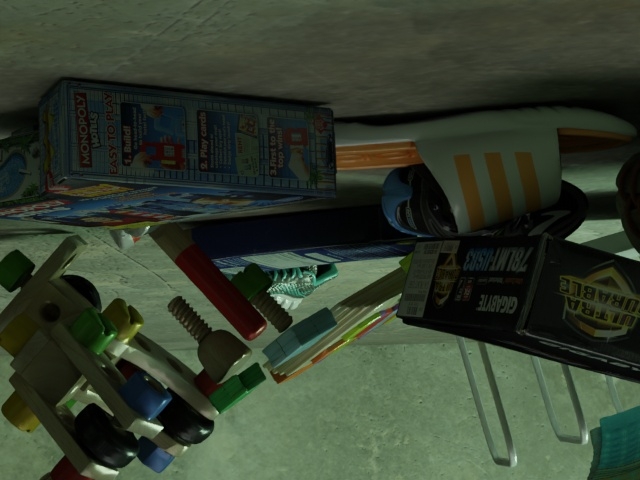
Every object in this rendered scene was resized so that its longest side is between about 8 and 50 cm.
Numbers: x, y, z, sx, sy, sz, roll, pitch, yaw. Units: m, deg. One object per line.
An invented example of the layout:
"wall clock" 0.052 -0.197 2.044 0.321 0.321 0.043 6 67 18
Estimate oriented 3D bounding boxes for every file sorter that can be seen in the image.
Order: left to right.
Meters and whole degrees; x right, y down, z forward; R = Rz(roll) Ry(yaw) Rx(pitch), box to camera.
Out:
"file sorter" 0.268 0.085 1.823 0.278 0.173 0.193 -17 175 -3

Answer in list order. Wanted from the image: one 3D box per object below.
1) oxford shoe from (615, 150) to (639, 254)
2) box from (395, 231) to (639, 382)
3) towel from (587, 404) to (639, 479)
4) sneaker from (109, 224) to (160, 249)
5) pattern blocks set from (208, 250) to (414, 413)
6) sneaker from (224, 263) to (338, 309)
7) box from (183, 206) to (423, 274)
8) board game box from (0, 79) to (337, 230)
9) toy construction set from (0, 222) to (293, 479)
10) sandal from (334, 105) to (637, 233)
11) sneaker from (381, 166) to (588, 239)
"oxford shoe" 0.275 -0.015 1.392 0.147 0.140 0.397 2 173 15
"box" 0.228 0.063 1.329 0.296 0.073 0.293 15 178 -12
"towel" 0.320 0.149 1.529 0.271 0.040 0.370 -29 -175 15
"sneaker" -0.122 -0.038 1.413 0.065 0.061 0.158 -29 -179 -14
"pattern blocks set" 0.051 0.053 1.671 0.325 0.026 0.285 -29 172 -31
"sneaker" -0.042 0.027 1.982 0.076 0.065 0.166 -25 167 26
"box" 0.000 0.000 1.795 0.225 0.036 0.136 -5 173 16
"board game box" -0.124 -0.050 1.212 0.194 0.060 0.194 -8 171 36
"toy construction set" -0.192 0.074 1.708 0.257 0.237 0.309 -29 163 -53
"sandal" 0.076 -0.040 1.318 0.265 0.076 0.102 -4 174 8
"sneaker" 0.135 -0.024 1.523 0.188 0.067 0.078 6 176 -37
